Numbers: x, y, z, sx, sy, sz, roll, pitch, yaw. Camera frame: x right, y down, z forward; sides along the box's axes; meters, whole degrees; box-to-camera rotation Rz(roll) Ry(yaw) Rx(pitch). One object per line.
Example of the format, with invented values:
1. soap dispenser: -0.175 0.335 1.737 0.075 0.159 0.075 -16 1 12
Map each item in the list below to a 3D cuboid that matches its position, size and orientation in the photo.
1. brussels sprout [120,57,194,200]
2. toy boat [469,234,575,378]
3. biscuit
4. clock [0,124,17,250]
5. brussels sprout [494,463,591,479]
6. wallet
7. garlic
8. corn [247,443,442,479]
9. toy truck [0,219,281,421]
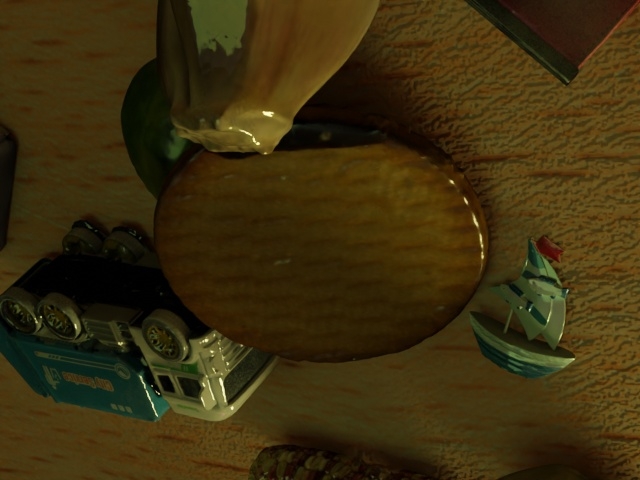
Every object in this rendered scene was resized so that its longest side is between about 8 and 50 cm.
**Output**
1. brussels sprout: -0.114 -0.103 1.521 0.162 0.144 0.180 7 127 -13
2. toy boat: 0.205 0.069 1.475 0.105 0.034 0.149 43 124 9
3. biscuit: 0.000 0.000 1.481 0.318 0.040 0.318 4 132 4
4. clock: -0.439 -0.073 1.841 0.145 0.073 0.193 32 134 16
5. brussels sprout: 0.251 0.342 1.498 0.210 0.219 0.271 -30 79 29
6. wallet: 0.146 -0.240 1.246 0.232 0.119 0.025 41 173 8
7. garlic: -0.084 -0.267 1.325 0.231 0.246 0.340 18 131 50
8. corn: 0.051 0.282 1.692 0.290 0.098 0.098 5 122 32
9. toy truck: -0.212 0.092 1.732 0.367 0.146 0.175 7 131 38
